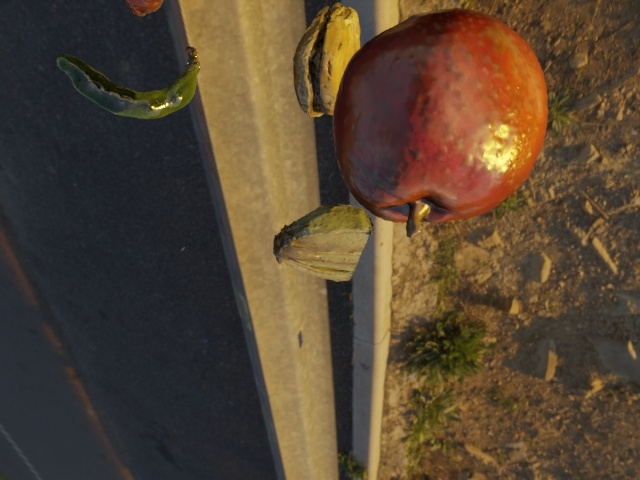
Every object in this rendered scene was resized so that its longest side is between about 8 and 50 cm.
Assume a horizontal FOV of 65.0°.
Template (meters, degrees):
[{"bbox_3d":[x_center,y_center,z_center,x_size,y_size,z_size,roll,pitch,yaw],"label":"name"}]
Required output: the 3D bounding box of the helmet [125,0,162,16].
[{"bbox_3d":[-0.333,-0.487,0.982,0.057,0.111,0.089,1,116,8],"label":"helmet"}]

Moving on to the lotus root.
[{"bbox_3d":[0.000,-0.004,0.790,0.144,0.070,0.143,6,140,-21],"label":"lotus root"}]

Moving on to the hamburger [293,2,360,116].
[{"bbox_3d":[0.018,-0.478,1.345,0.145,0.283,0.259,15,146,17],"label":"hamburger"}]

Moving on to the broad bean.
[{"bbox_3d":[-0.381,-0.324,1.049,0.049,0.292,0.144,10,113,56],"label":"broad bean"}]

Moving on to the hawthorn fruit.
[{"bbox_3d":[0.145,-0.142,0.657,0.275,0.299,0.275,10,164,3],"label":"hawthorn fruit"}]
